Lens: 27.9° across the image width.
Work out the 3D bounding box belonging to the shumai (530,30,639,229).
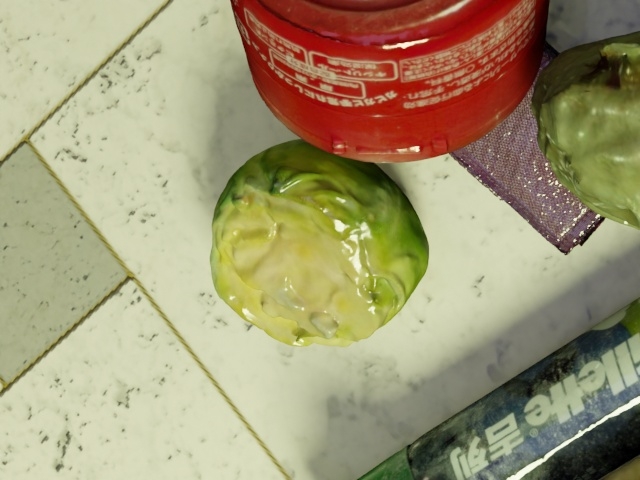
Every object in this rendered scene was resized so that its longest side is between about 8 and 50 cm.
[{"bbox_3d":[0.266,-0.048,0.824,0.256,0.189,0.218,-18,88,-23],"label":"shumai"}]

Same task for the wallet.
[{"bbox_3d":[0.156,-0.081,0.945,0.166,0.030,0.111,43,100,11],"label":"wallet"}]

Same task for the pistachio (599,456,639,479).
[{"bbox_3d":[0.306,0.319,0.766,0.365,0.281,0.445,-25,64,-4],"label":"pistachio"}]

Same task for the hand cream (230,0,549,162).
[{"bbox_3d":[0.046,-0.179,0.874,0.230,0.149,0.230,-3,65,7],"label":"hand cream"}]

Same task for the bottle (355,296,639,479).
[{"bbox_3d":[0.143,0.149,0.919,0.330,0.093,0.093,-35,81,13],"label":"bottle"}]

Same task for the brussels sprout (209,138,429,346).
[{"bbox_3d":[0.001,-0.004,0.947,0.149,0.122,0.151,-8,112,33],"label":"brussels sprout"}]
